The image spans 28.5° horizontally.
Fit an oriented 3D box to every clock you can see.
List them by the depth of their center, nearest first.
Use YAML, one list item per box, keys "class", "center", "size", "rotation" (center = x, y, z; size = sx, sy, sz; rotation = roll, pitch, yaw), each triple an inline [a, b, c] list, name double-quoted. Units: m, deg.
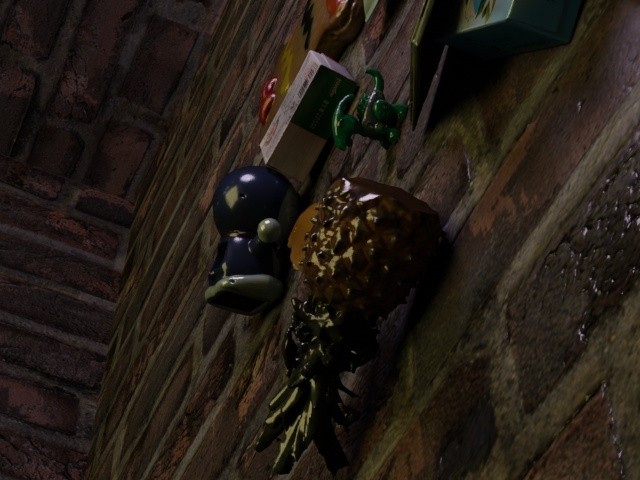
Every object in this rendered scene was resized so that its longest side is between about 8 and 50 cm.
- class: "clock"
  center: [-0.114, -0.009, 2.111]
  size: [0.199, 0.146, 0.244]
  rotation: [141, 139, -64]

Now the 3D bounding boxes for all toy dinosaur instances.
- class: "toy dinosaur"
  center: [0.067, -0.181, 1.782]
  size: [0.059, 0.096, 0.132]
  rotation: [152, 134, -66]

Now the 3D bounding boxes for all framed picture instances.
- class: "framed picture"
  center: [0.145, -0.278, 1.570]
  size: [0.273, 0.016, 0.217]
  rotation: [79, -151, -73]

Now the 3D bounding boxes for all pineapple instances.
- class: "pineapple"
  center: [0.017, 0.105, 1.493]
  size: [0.165, 0.165, 0.365]
  rotation: [-116, 46, -69]

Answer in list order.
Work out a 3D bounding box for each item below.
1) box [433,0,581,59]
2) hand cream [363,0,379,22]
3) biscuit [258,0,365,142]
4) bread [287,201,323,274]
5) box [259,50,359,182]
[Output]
- class: "box"
  center: [0.219, -0.291, 1.423]
  size: [0.232, 0.083, 0.143]
  rotation: [-167, 93, -74]
- class: "hand cream"
  center: [0.104, -0.509, 2.084]
  size: [0.147, 0.093, 0.306]
  rotation: [124, 158, -46]
- class: "biscuit"
  center: [-0.022, -0.362, 2.361]
  size: [0.368, 0.076, 0.394]
  rotation: [-89, 25, -52]
- class: "bread"
  center: [0.001, 0.001, 1.802]
  size: [0.125, 0.082, 0.106]
  rotation: [-106, 32, -70]
- class: "box"
  center: [-0.023, -0.211, 2.134]
  size: [0.199, 0.081, 0.135]
  rotation: [-58, 16, 13]
